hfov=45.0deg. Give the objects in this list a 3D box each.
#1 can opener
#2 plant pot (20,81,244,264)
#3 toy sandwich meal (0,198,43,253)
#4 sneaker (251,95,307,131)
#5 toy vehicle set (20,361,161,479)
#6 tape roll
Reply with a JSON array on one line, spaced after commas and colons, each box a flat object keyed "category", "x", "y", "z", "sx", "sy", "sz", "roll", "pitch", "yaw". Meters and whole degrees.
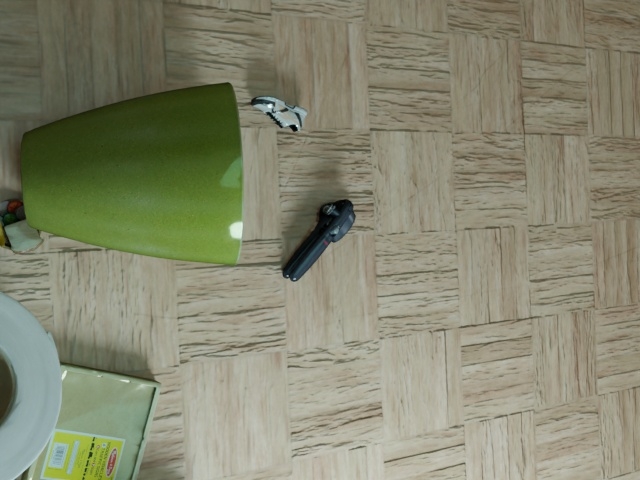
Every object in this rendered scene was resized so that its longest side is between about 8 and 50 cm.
[{"category": "can opener", "x": 0.000, "y": 0.000, "z": 1.386, "sx": 0.073, "sy": 0.059, "sz": 0.186, "roll": 48, "pitch": 68, "yaw": -22}, {"category": "plant pot", "x": -0.276, "y": -0.094, "z": 1.136, "sx": 0.293, "sy": 0.275, "sz": 0.275, "roll": -2, "pitch": 91, "yaw": -13}, {"category": "toy sandwich meal", "x": -0.450, "y": -0.021, "z": 1.144, "sx": 0.085, "sy": 0.029, "sz": 0.086, "roll": 0, "pitch": 90, "yaw": -30}, {"category": "sneaker", "x": -0.073, "y": -0.222, "z": 1.355, "sx": 0.109, "sy": 0.040, "sz": 0.044, "roll": 15, "pitch": 84, "yaw": -29}, {"category": "toy vehicle set", "x": -0.361, "y": 0.333, "z": 1.191, "sx": 0.166, "sy": 0.035, "sz": 0.267, "roll": 19, "pitch": 81, "yaw": -29}, {"category": "tape roll", "x": -0.494, "y": 0.200, "z": 1.024, "sx": 0.286, "sy": 0.100, "sz": 0.286, "roll": 21, "pitch": 59, "yaw": -39}]
